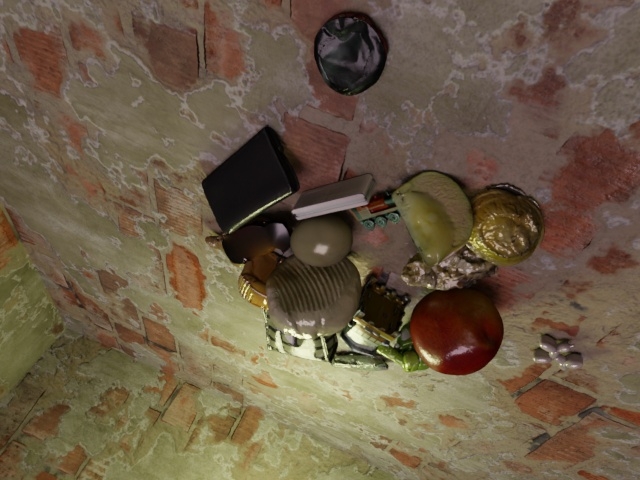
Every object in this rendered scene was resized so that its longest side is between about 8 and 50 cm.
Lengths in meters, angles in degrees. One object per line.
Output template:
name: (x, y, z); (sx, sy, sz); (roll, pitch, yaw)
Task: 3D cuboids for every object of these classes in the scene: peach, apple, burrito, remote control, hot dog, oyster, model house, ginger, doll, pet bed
peach: (0.464, 0.307, 1.442); (0.307, 0.308, 0.332); (40, 169, -14)
apple: (0.341, -0.068, 1.231); (0.193, 0.265, 0.120); (-27, 160, 11)
burrito: (0.180, 0.590, 2.047); (0.308, 0.066, 0.096); (-5, 134, 31)
remote control: (0.040, -0.136, 1.371); (0.277, 0.103, 0.056); (-11, 127, 35)
hot dog: (-0.223, -0.009, 1.625); (0.325, 0.107, 0.194); (-3, 124, 27)
oyster: (0.433, 0.079, 1.364); (0.350, 0.115, 0.238); (-11, 127, 6)
model house: (0.201, 0.297, 1.629); (0.198, 0.224, 0.215); (29, 137, -3)
ginger: (-0.376, 0.028, 1.770); (0.213, 0.074, 0.137); (39, 126, -6)
doll: (0.865, 0.418, 1.535); (0.159, 0.059, 0.161); (11, 135, 19)
pet bed: (0.074, -0.468, 1.065); (0.201, 0.054, 0.201); (14, 138, 14)

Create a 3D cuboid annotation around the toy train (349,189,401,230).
toy train: (0.185, -0.102, 1.359); (0.175, 0.074, 0.118); (-16, 119, 40)

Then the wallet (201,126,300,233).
wallet: (-0.253, -0.191, 1.449); (0.405, 0.062, 0.229); (-25, 88, 40)

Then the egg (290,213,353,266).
egg: (0.000, 0.000, 1.464); (0.241, 0.186, 0.186); (-11, 126, 36)

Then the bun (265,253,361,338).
bun: (-0.021, 0.205, 1.558); (0.364, 0.365, 0.219); (11, 140, 17)

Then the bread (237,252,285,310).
bread: (-0.196, 0.184, 1.743); (0.287, 0.204, 0.156); (22, 146, -4)

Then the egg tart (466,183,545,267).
egg tart: (0.514, -0.031, 1.197); (0.231, 0.098, 0.253); (-16, 102, 17)

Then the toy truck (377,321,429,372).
toy truck: (0.355, 0.441, 1.687); (0.187, 0.210, 0.148); (47, 152, 32)

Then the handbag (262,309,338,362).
handbag: (-0.097, 0.382, 1.915); (0.324, 0.163, 0.327); (6, 128, 19)
